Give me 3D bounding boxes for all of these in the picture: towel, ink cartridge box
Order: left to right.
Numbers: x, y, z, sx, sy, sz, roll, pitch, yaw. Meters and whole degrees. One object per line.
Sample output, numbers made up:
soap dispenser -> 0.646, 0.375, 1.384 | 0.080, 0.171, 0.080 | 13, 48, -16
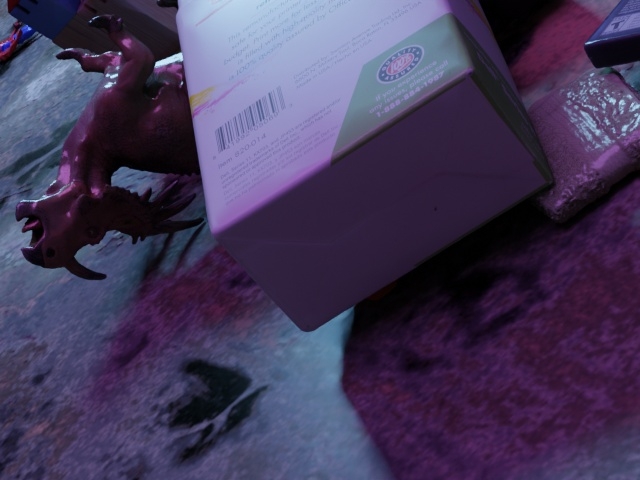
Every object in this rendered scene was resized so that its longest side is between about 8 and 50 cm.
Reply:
ink cartridge box -> 0.016, -0.128, 1.248 | 0.207, 0.119, 0.353 | -32, 37, 15
towel -> 0.173, -0.069, 1.175 | 0.110, 0.027, 0.148 | -36, 25, 5

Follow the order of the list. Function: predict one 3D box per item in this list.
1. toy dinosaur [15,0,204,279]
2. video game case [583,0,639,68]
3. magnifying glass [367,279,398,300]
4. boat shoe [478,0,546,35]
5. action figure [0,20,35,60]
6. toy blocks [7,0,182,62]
toy dinosaur -> -0.114, -0.095, 1.444 | 0.295, 0.200, 0.127 | -19, -1, 6
video game case -> 0.324, -0.218, 1.205 | 0.196, 0.026, 0.274 | -7, 32, 47
magnifying glass -> 0.000, 0.000, 1.286 | 0.092, 0.026, 0.231 | -41, 26, -7
boat shoe -> 0.027, -0.261, 1.450 | 0.158, 0.127, 0.340 | -44, 55, -6
action figure -> -0.383, -0.263, 2.226 | 0.115, 0.030, 0.038 | -37, 30, 5
toy blocks -> -0.194, -0.308, 1.716 | 0.190, 0.261, 0.381 | -39, 28, 42
